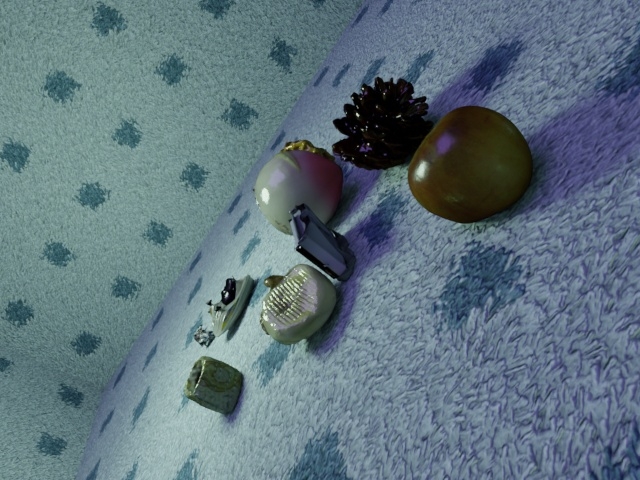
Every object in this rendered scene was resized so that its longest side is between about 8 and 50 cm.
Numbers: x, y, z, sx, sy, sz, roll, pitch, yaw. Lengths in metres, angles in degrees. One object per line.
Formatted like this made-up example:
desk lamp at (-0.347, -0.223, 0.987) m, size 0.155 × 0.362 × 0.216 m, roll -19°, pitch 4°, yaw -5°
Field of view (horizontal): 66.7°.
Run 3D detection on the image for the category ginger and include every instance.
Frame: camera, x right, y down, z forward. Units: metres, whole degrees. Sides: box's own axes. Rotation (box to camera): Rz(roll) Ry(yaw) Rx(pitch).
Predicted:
ginger at (-0.130, 0.196, 1.567) m, size 0.166 × 0.080 × 0.333 m, roll -32°, pitch 22°, yaw 19°

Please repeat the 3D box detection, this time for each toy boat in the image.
toy boat at (-0.370, 0.249, 1.948) m, size 0.141 × 0.141 × 0.269 m, roll -31°, pitch 19°, yaw 50°

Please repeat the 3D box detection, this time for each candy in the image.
candy at (-0.518, 0.420, 2.149) m, size 0.094 × 0.051 × 0.226 m, roll -54°, pitch 20°, yaw -22°

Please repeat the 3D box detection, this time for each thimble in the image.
thimble at (-0.342, 0.465, 1.552) m, size 0.137 × 0.143 × 0.190 m, roll -51°, pitch 22°, yaw 14°

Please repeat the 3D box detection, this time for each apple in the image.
apple at (0.294, -0.142, 0.962) m, size 0.237 × 0.207 × 0.237 m, roll -54°, pitch 2°, yaw 3°

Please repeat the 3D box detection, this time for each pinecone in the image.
pinecone at (0.173, -0.331, 1.401) m, size 0.296 × 0.242 × 0.298 m, roll -47°, pitch 17°, yaw 31°

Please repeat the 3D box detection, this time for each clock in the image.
clock at (0.000, 0.000, 1.399) m, size 0.083 × 0.186 × 0.253 m, roll -47°, pitch 23°, yaw 12°

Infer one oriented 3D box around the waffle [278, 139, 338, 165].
waffle at (-0.096, -0.243, 1.921) m, size 0.324 × 0.151 × 0.261 m, roll -50°, pitch 54°, yaw 11°

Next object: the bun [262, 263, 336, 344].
bun at (-0.055, 0.182, 1.337) m, size 0.229 × 0.145 × 0.229 m, roll -15°, pitch 49°, yaw 18°

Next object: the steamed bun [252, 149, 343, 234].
steamed bun at (-0.049, -0.178, 1.648) m, size 0.309 × 0.309 × 0.309 m, roll -46°, pitch 23°, yaw 27°
